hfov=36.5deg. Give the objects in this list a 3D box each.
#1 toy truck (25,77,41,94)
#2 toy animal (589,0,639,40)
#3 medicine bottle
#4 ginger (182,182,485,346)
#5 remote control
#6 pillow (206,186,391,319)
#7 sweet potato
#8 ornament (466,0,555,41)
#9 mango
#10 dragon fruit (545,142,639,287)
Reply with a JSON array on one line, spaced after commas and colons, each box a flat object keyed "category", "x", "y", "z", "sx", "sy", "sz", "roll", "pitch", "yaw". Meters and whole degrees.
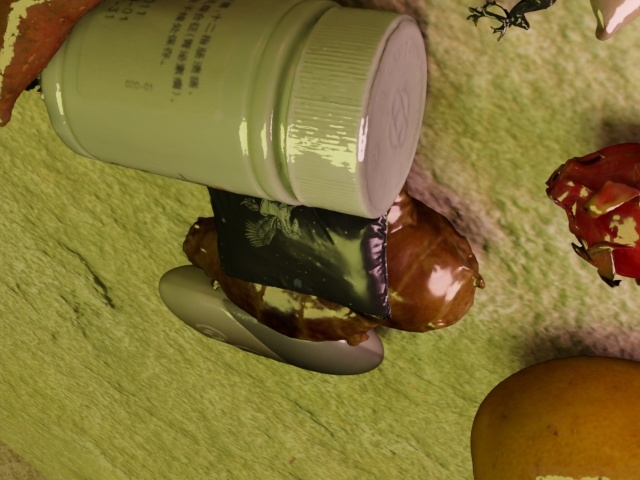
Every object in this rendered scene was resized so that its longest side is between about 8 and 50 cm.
[{"category": "toy truck", "x": -0.275, "y": -0.247, "z": 0.984, "sx": 0.114, "sy": 0.135, "sz": 0.270, "roll": 13, "pitch": 150, "yaw": 20}, {"category": "toy animal", "x": 0.163, "y": -0.266, "z": 0.581, "sx": 0.250, "sy": 0.154, "sz": 0.166, "roll": 37, "pitch": 140, "yaw": -19}, {"category": "medicine bottle", "x": -0.074, "y": -0.140, "z": 0.915, "sx": 0.332, "sy": 0.190, "sz": 0.190, "roll": 14, "pitch": 146, "yaw": 24}, {"category": "ginger", "x": -0.007, "y": 0.004, "z": 1.111, "sx": 0.357, "sy": 0.152, "sz": 0.274, "roll": -10, "pitch": 132, "yaw": 44}, {"category": "remote control", "x": -0.070, "y": 0.109, "z": 1.336, "sx": 0.332, "sy": 0.103, "sz": 0.221, "roll": 15, "pitch": 172, "yaw": 19}, {"category": "pillow", "x": -0.025, "y": 0.001, "z": 0.990, "sx": 0.208, "sy": 0.055, "sz": 0.141, "roll": 12, "pitch": 126, "yaw": 27}, {"category": "sweet potato", "x": -0.195, "y": -0.247, "z": 0.822, "sx": 0.354, "sy": 0.095, "sz": 0.106, "roll": -40, "pitch": 102, "yaw": 17}, {"category": "ornament", "x": 0.162, "y": -0.209, "z": 0.787, "sx": 0.073, "sy": 0.028, "sz": 0.125, "roll": 40, "pitch": 145, "yaw": -19}, {"category": "mango", "x": 0.360, "y": 0.253, "z": 1.130, "sx": 0.378, "sy": 0.221, "sz": 0.264, "roll": -9, "pitch": 130, "yaw": 34}, {"category": "dragon fruit", "x": 0.282, "y": -0.030, "z": 0.863, "sx": 0.166, "sy": 0.136, "sz": 0.133, "roll": 26, "pitch": 116, "yaw": -13}]
